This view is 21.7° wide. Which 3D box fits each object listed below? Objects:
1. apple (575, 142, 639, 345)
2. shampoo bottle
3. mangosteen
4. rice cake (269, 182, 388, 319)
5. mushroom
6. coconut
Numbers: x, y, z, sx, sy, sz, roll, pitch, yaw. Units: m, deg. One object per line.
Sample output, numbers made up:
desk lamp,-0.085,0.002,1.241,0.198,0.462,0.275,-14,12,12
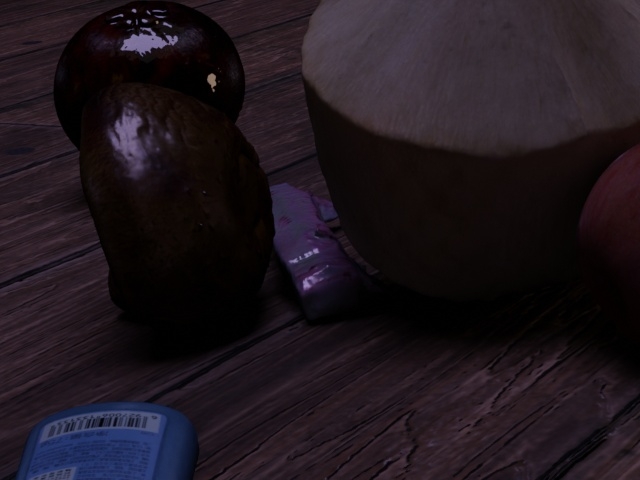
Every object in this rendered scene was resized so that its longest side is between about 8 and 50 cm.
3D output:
apple,0.239,0.008,1.121,0.120,0.153,0.153,-30,22,-14
shampoo bottle,-0.122,0.156,0.871,0.104,0.061,0.258,-5,15,1
mangosteen,-0.174,-0.146,1.716,0.210,0.210,0.210,-5,16,1
rice cake,-0.003,0.001,1.399,0.081,0.051,0.290,-7,16,-5
mushroom,-0.106,-0.030,1.290,0.138,0.194,0.231,-7,27,-2
coconut,0.131,-0.118,1.254,0.329,0.328,0.329,-5,16,1
